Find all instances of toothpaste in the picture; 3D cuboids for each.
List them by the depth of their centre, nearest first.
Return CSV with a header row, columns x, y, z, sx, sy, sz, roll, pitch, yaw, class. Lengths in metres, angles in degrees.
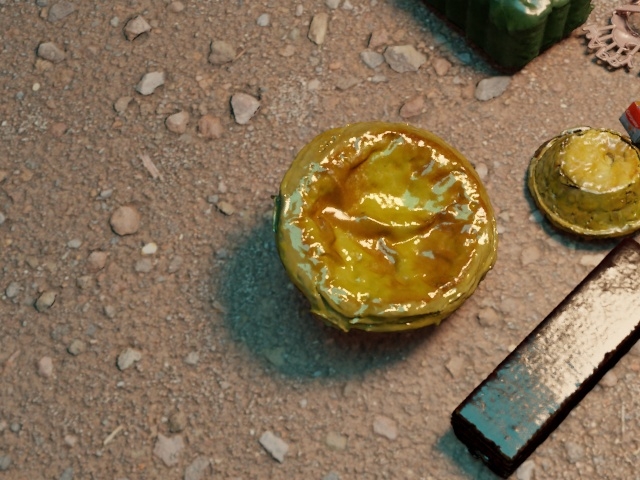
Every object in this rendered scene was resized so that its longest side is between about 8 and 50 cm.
x,y,z,sx,sy,sz,roll,pitch,yaw,class
0.547,-0.176,1.549,0.193,0.044,0.070,-7,59,-29,toothpaste

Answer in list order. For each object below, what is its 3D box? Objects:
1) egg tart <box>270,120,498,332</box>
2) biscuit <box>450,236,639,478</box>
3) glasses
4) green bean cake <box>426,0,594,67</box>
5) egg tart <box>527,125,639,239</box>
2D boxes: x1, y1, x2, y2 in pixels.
x,y,z,sx,sy,sz,roll,pitch,yaw,class
0.088,-0.014,1.467,0.341,0.132,0.341,6,69,-15,egg tart
0.342,0.157,1.415,0.388,0.073,0.107,-42,65,-16,biscuit
0.553,-0.318,1.644,0.255,0.095,0.162,36,78,24,glasses
0.330,-0.470,1.703,0.300,0.169,0.308,-36,65,-12,green bean cake
0.418,-0.098,1.541,0.212,0.090,0.212,-2,58,3,egg tart
